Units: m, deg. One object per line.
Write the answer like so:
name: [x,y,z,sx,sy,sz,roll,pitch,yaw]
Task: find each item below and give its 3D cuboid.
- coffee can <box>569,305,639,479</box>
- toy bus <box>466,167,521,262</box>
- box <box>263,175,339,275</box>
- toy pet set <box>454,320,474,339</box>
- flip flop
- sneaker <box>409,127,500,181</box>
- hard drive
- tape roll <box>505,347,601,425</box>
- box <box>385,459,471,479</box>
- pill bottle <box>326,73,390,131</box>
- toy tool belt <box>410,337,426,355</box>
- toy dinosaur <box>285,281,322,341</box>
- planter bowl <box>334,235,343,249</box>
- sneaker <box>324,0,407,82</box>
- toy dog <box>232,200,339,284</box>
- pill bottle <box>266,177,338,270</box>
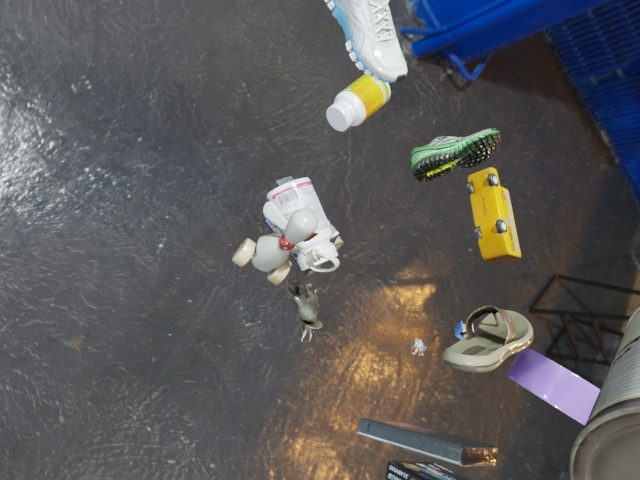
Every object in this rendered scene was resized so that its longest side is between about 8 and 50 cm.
coffee can: [0.408,0.188,0.515,0.275,0.202,0.201,-27,104,-45]
toy bus: [0.635,-0.092,1.788,0.130,0.108,0.332,10,68,-40]
box: [-0.081,-0.053,1.857,0.077,0.242,0.307,-26,68,-34]
toy pet set: [0.495,0.328,1.674,0.114,0.065,0.122,-69,148,-58]
flip flop: [0.300,0.162,0.875,0.277,0.112,0.080,-10,93,-49]
sneaker: [0.491,-0.345,1.795,0.134,0.344,0.146,66,9,-52]
hard drive: [0.126,0.236,0.575,0.094,0.135,0.022,25,70,-43]
tape roll: [0.508,0.313,1.056,0.189,0.189,0.080,32,88,-30]
box: [0.299,0.619,1.229,0.175,0.220,0.051,17,79,-29]
pill bottle: [0.137,-0.510,1.807,0.246,0.136,0.136,-44,112,-27]
toy tool belt: [0.339,0.367,1.654,0.051,0.083,0.052,27,105,2]
toy dinosaur: [-0.052,0.253,1.892,0.121,0.313,0.160,-15,55,-2]
planter bowl: [0.000,0.000,2.018,0.162,0.162,0.109,-19,75,-35]
sneaker: [0.068,-0.306,0.663,0.071,0.083,0.190,-26,83,-31]
toy dog: [-0.100,-0.008,1.373,0.220,0.334,0.161,48,43,-31]
pill bottle: [-0.057,-0.053,1.633,0.160,0.160,0.283,-22,89,-35]
